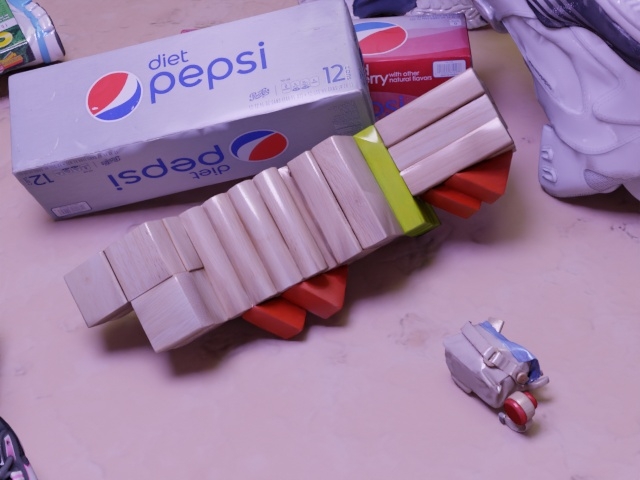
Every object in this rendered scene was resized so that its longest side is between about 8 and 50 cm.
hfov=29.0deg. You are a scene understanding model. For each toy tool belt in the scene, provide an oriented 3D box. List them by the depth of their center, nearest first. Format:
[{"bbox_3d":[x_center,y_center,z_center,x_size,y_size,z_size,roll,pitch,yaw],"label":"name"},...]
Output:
[{"bbox_3d":[0.123,0.082,0.814,0.051,0.052,0.083,-32,43,-19],"label":"toy tool belt"}]

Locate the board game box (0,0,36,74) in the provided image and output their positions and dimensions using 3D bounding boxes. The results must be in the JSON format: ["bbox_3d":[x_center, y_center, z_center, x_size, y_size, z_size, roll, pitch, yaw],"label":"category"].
[{"bbox_3d":[-0.418,-0.169,1.204,0.259,0.030,0.136,-25,47,-10],"label":"board game box"}]

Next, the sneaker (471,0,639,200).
[{"bbox_3d":[0.191,-0.164,1.007,0.137,0.210,0.366,-22,38,-22],"label":"sneaker"}]

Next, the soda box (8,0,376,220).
[{"bbox_3d":[-0.103,-0.105,1.008,0.286,0.091,0.098,-13,63,7],"label":"soda box"}]

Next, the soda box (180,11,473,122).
[{"bbox_3d":[0.003,-0.143,1.113,0.263,0.083,0.092,-3,36,3],"label":"soda box"}]

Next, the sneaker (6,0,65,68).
[{"bbox_3d":[-0.345,-0.230,1.298,0.083,0.071,0.190,-29,41,-20],"label":"sneaker"}]

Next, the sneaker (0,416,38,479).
[{"bbox_3d":[-0.196,0.156,0.734,0.072,0.077,0.178,-25,40,-24],"label":"sneaker"}]

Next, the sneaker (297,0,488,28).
[{"bbox_3d":[0.100,-0.294,1.297,0.235,0.094,0.153,-4,43,20],"label":"sneaker"}]

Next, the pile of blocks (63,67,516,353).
[{"bbox_3d":[0.000,0.000,0.923,0.362,0.149,0.113,-26,83,-11],"label":"pile of blocks"}]
